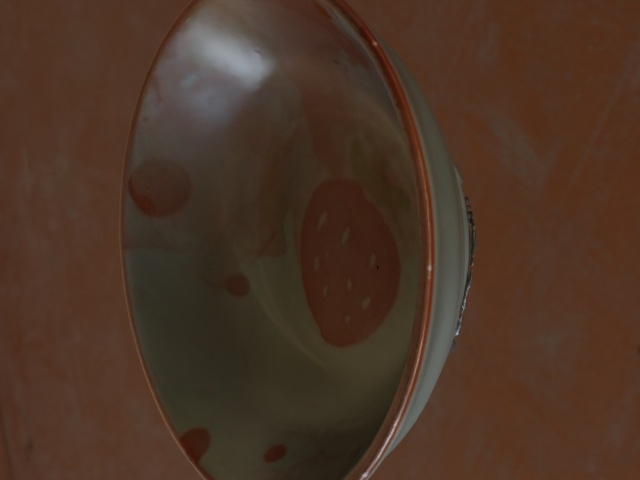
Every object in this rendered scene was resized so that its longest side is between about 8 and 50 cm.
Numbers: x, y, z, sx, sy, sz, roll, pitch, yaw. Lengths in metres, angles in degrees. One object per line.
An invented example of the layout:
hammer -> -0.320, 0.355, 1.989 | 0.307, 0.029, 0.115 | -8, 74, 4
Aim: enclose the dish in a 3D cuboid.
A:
dish -> 0.000, 0.000, 0.725 | 0.260, 0.085, 0.260 | 5, 97, 54
